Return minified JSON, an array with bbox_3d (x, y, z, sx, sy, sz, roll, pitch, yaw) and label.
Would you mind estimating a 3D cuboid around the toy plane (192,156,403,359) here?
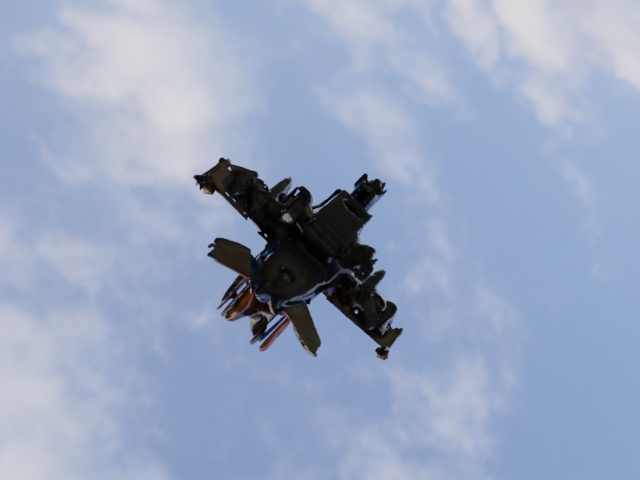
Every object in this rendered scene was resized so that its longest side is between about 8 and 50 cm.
[{"bbox_3d":[0.007,-0.007,0.646,0.135,0.062,0.188,46,-139,1],"label":"toy plane"}]
